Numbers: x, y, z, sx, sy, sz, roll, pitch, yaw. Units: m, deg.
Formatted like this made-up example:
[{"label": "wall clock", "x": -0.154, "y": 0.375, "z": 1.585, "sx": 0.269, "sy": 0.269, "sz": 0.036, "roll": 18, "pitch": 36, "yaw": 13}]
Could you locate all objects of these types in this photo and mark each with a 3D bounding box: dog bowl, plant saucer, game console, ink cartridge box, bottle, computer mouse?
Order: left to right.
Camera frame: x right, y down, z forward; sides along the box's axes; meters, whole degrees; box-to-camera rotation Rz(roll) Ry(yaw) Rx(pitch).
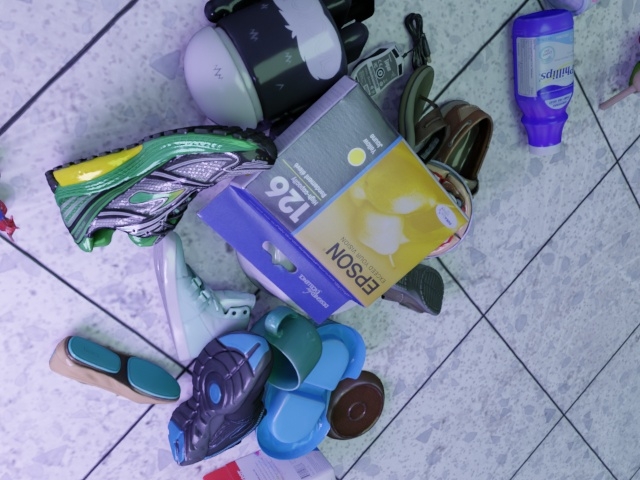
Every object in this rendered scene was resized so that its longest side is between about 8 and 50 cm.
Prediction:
[{"label": "ink cartridge box", "x": -0.100, "y": 0.484, "z": 1.272, "sx": 0.231, "sy": 0.134, "sz": 0.077, "roll": -16, "pitch": 116, "yaw": -23}, {"label": "dog bowl", "x": -0.032, "y": 0.284, "z": 1.274, "sx": 0.166, "sy": 0.074, "sz": 0.297, "roll": 26, "pitch": 94, "yaw": -33}, {"label": "game console", "x": 0.024, "y": -0.414, "z": 1.089, "sx": 0.122, "sy": 0.071, "sz": 0.107, "roll": -32, "pitch": 150, "yaw": -15}, {"label": "ink cartridge box", "x": 0.026, "y": -0.038, "z": 0.999, "sx": 0.307, "sy": 0.072, "sz": 0.303, "roll": -43, "pitch": 118, "yaw": 4}, {"label": "plant saucer", "x": 0.073, "y": 0.361, "z": 1.387, "sx": 0.169, "sy": 0.029, "sz": 0.168, "roll": -10, "pitch": 113, "yaw": -25}, {"label": "computer mouse", "x": 0.117, "y": -0.320, "z": 1.159, "sx": 0.193, "sy": 0.042, "sz": 0.106, "roll": -35, "pitch": 126, "yaw": -20}, {"label": "bottle", "x": 0.453, "y": -0.316, "z": 1.312, "sx": 0.118, "sy": 0.092, "sz": 0.282, "roll": -18, "pitch": 116, "yaw": -18}]

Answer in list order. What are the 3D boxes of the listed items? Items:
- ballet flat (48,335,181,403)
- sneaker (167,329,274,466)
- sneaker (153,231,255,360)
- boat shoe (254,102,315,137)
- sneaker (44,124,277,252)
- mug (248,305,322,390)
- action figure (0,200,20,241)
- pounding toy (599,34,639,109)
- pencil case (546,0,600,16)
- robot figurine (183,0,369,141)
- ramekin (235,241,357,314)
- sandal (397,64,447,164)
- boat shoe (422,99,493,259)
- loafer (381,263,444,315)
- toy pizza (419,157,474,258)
[{"label": "ballet flat", "x": -0.346, "y": 0.228, "z": 1.093, "sx": 0.073, "sy": 0.080, "sz": 0.232, "roll": -40, "pitch": 124, "yaw": 23}, {"label": "sneaker", "x": -0.155, "y": 0.269, "z": 1.137, "sx": 0.140, "sy": 0.125, "sz": 0.340, "roll": 0, "pitch": 139, "yaw": -38}, {"label": "sneaker", "x": -0.193, "y": 0.077, "z": 1.096, "sx": 0.151, "sy": 0.094, "sz": 0.255, "roll": -16, "pitch": 124, "yaw": -17}, {"label": "boat shoe", "x": -0.055, "y": -0.215, "z": 1.092, "sx": 0.233, "sy": 0.084, "sz": 0.079, "roll": -29, "pitch": 82, "yaw": -9}, {"label": "sneaker", "x": -0.216, "y": -0.076, "z": 0.927, "sx": 0.344, "sy": 0.134, "sz": 0.146, "roll": -15, "pitch": 96, "yaw": 17}, {"label": "mug", "x": -0.055, "y": 0.178, "z": 1.123, "sx": 0.129, "sy": 0.158, "sz": 0.097, "roll": 45, "pitch": 52, "yaw": -2}, {"label": "action figure", "x": -0.502, "y": 0.031, "z": 0.890, "sx": 0.092, "sy": 0.139, "sz": 0.280, "roll": 22, "pitch": 94, "yaw": -34}, {"label": "pounding toy", "x": 0.725, "y": -0.402, "z": 1.409, "sx": 0.237, "sy": 0.183, "sz": 0.110, "roll": -32, "pitch": 95, "yaw": -12}, {"label": "pencil case", "x": 0.560, "y": -0.558, "z": 1.274, "sx": 0.273, "sy": 0.113, "sz": 0.124, "roll": -37, "pitch": 102, "yaw": -12}, {"label": "robot figurine", "x": -0.069, "y": -0.277, "z": 0.986, "sx": 0.278, "sy": 0.209, "sz": 0.173, "roll": -27, "pitch": 139, "yaw": -9}, {"label": "ramekin", "x": 0.000, "y": 0.000, "z": 1.152, "sx": 0.277, "sy": 0.135, "sz": 0.277, "roll": -10, "pitch": 113, "yaw": -25}, {"label": "sandal", "x": 0.178, "y": -0.174, "z": 1.145, "sx": 0.120, "sy": 0.086, "sz": 0.302, "roll": 76, "pitch": 23, "yaw": -63}, {"label": "boat shoe", "x": 0.242, "y": -0.111, "z": 1.255, "sx": 0.123, "sy": 0.116, "sz": 0.324, "roll": 8, "pitch": 103, "yaw": -31}, {"label": "loafer", "x": 0.172, "y": 0.086, "z": 1.319, "sx": 0.251, "sy": 0.087, "sz": 0.094, "roll": 34, "pitch": 63, "yaw": -44}, {"label": "toy pizza", "x": 0.186, "y": -0.056, "z": 1.220, "sx": 0.201, "sy": 0.032, "sz": 0.201, "roll": 6, "pitch": 112, "yaw": 16}]
